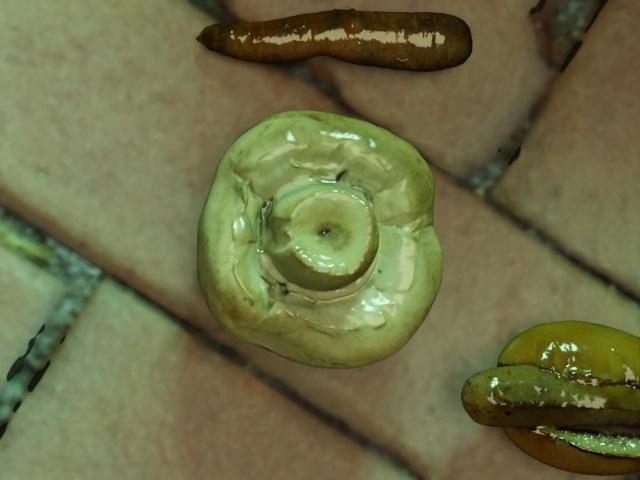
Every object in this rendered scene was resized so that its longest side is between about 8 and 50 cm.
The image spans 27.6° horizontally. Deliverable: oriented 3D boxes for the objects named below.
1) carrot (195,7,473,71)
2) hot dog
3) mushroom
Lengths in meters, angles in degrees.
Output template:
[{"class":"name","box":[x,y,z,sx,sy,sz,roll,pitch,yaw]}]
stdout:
[{"class":"carrot","box":[0.010,-0.119,0.764,0.165,0.035,0.036,2,89,-5]},{"class":"hot dog","box":[0.151,0.091,0.766,0.140,0.060,0.090,16,83,-4]},{"class":"mushroom","box":[0.000,0.000,0.721,0.148,0.112,0.148,1,81,-5]}]
